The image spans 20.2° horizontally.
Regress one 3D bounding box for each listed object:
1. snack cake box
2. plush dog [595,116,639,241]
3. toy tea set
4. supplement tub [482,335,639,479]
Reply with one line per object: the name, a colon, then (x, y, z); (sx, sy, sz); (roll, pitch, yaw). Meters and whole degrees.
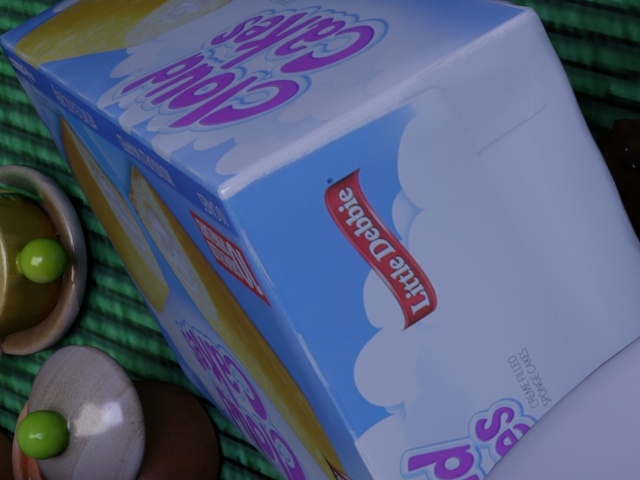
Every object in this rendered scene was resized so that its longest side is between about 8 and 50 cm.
snack cake box: (0.000, 0.000, 0.539); (0.152, 0.089, 0.264); (64, 167, -21)
plush dog: (0.178, -0.067, 0.459); (0.262, 0.210, 0.225); (8, 117, 24)
toy tea set: (-0.200, 0.069, 0.796); (0.336, 0.124, 0.200); (-14, 85, 39)
supplement tub: (0.182, 0.168, 0.359); (0.235, 0.235, 0.325); (-17, 110, 39)
